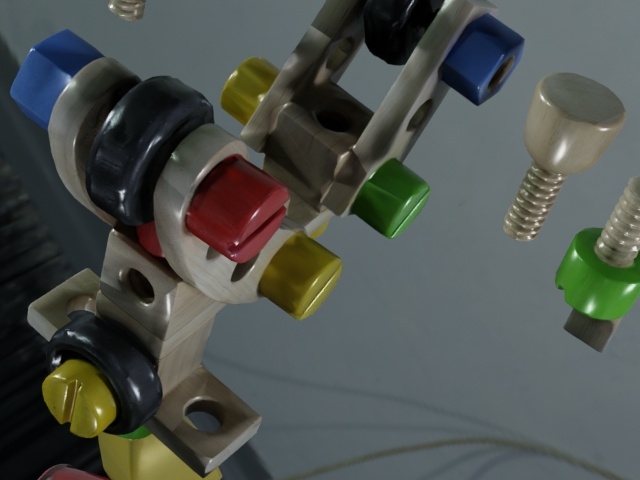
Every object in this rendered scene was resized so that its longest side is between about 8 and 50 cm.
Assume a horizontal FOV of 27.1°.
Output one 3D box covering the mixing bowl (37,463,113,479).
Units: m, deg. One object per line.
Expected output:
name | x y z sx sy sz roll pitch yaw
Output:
mixing bowl | -0.139 0.248 0.926 0.098 0.181 0.181 -1 109 11

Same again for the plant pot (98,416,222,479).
plant pot | -0.144 0.173 1.144 0.081 0.082 0.083 43 152 42

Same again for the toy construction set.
toy construction set | 0.000 0.000 0.635 0.309 0.257 0.237 18 128 -1
